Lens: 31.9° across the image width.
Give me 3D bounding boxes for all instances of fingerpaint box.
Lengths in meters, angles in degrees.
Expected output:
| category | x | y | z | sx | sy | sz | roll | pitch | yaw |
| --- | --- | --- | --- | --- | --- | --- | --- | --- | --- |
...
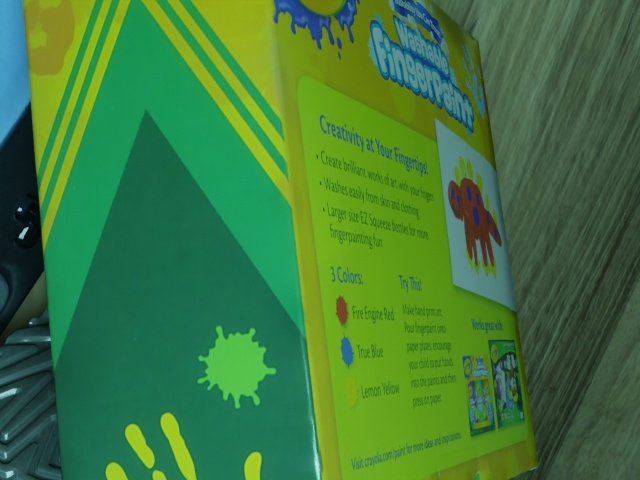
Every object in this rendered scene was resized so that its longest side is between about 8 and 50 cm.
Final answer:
| category | x | y | z | sx | sy | sz | roll | pitch | yaw |
| --- | --- | --- | --- | --- | --- | --- | --- | --- | --- |
| fingerpaint box | 0.000 | 0.000 | 0.766 | 0.445 | 0.163 | 0.371 | 10 | 72 | -66 |

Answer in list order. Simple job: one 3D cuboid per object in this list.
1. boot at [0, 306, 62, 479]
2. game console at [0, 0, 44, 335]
| category | x | y | z | sx | sy | sz | roll | pitch | yaw |
| --- | --- | --- | --- | --- | --- | --- | --- | --- | --- |
| boot | -0.160 | 0.226 | 0.922 | 0.367 | 0.146 | 0.445 | -58 | 163 | -46 |
| game console | -0.261 | -0.059 | 0.630 | 0.342 | 0.060 | 0.386 | -54 | 153 | -5 |
